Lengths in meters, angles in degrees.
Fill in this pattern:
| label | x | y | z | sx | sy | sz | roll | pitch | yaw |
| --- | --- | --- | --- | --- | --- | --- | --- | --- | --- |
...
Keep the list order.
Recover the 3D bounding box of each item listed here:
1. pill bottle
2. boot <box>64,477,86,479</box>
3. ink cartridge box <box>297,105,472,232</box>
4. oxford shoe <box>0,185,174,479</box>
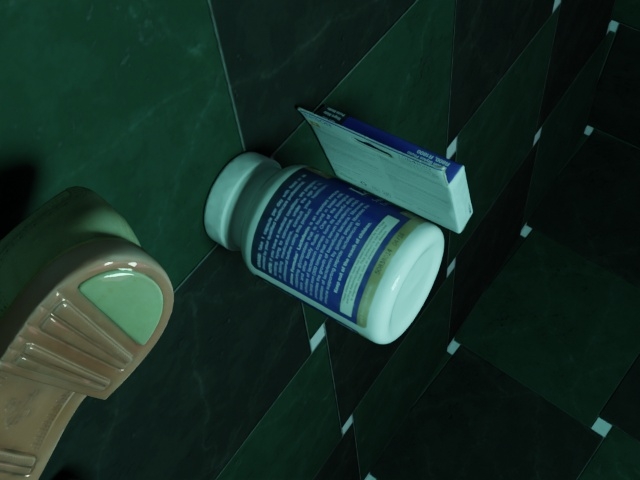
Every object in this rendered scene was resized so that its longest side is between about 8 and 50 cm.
| label | x | y | z | sx | sy | sz | roll | pitch | yaw |
| --- | --- | --- | --- | --- | --- | --- | --- | --- | --- |
| pill bottle | 0.000 | 0.000 | 0.930 | 0.153 | 0.264 | 0.153 | -48 | 154 | -33 |
| boot | -0.301 | 0.499 | 0.887 | 0.284 | 0.138 | 0.378 | -67 | 166 | -57 |
| ink cartridge box | 0.096 | -0.108 | 1.066 | 0.045 | 0.223 | 0.224 | -59 | 158 | -9 |
| oxford shoe | -0.288 | 0.123 | 0.632 | 0.397 | 0.146 | 0.140 | -42 | 139 | 2 |
